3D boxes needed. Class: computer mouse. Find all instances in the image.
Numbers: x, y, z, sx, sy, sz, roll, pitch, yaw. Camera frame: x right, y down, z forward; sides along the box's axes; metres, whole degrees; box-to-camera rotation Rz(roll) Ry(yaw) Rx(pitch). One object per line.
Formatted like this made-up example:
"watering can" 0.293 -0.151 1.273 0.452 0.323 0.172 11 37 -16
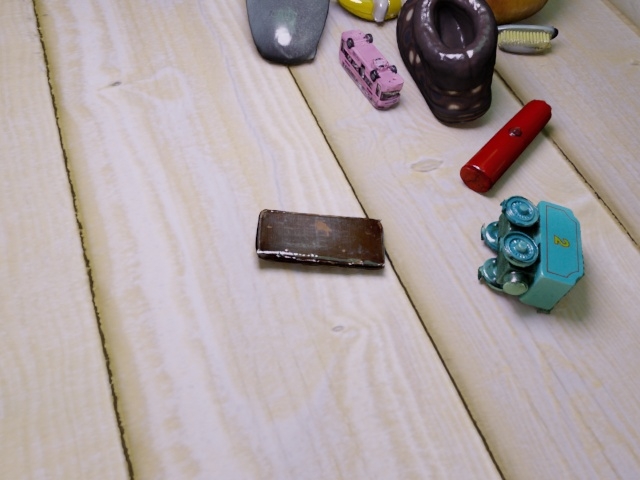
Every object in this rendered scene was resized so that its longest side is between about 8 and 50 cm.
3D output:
"computer mouse" -0.077 -0.565 1.521 0.203 0.114 0.374 0 52 -6

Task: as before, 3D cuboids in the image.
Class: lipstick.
"lipstick" 0.389 -0.200 1.334 0.073 0.073 0.279 35 57 18

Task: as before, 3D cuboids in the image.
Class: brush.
"brush" 0.436 -0.493 1.579 0.297 0.068 0.060 4 74 0

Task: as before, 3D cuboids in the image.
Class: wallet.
"wallet" 0.000 0.000 1.154 0.232 0.031 0.122 6 48 -6

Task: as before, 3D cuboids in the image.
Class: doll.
"doll" 0.123 -0.645 1.609 0.237 0.111 0.252 -8 65 -16

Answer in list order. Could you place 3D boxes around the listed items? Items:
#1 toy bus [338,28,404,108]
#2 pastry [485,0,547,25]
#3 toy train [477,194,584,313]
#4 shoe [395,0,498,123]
"toy bus" 0.109 -0.381 1.421 0.063 0.090 0.203 -19 57 -20
"pastry" 0.431 -0.676 1.644 0.356 0.164 0.356 4 47 -5
"toy train" 0.378 0.018 1.142 0.163 0.112 0.203 16 54 -2
"shoe" 0.263 -0.456 1.391 0.171 0.237 0.384 -12 57 2
